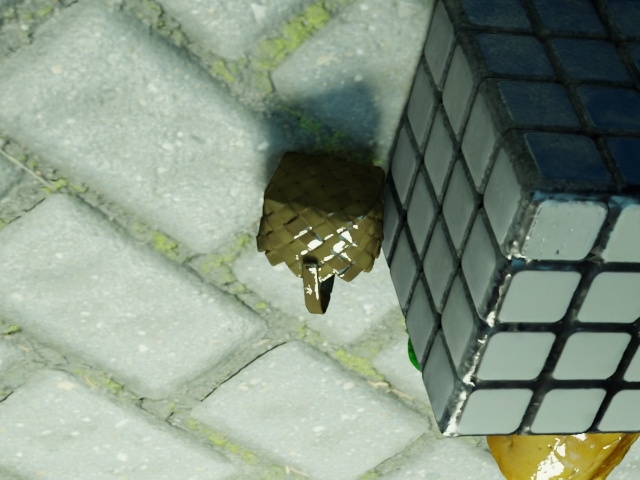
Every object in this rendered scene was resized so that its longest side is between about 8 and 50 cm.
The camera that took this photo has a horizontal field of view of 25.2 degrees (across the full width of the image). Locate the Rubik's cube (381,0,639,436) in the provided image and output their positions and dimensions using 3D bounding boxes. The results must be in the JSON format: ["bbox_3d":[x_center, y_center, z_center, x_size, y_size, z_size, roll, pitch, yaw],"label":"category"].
[{"bbox_3d":[0.276,-0.029,1.478,0.337,0.344,0.344,2,132,-14],"label":"Rubik's cube"}]

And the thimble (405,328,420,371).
[{"bbox_3d":[0.173,0.120,1.760,0.130,0.118,0.090,-16,147,42],"label":"thimble"}]

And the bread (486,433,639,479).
[{"bbox_3d":[0.334,0.175,1.800,0.149,0.195,0.344,-7,139,-36],"label":"bread"}]

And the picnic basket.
[{"bbox_3d":[0.000,0.000,1.590,0.138,0.128,0.178,11,136,9],"label":"picnic basket"}]
